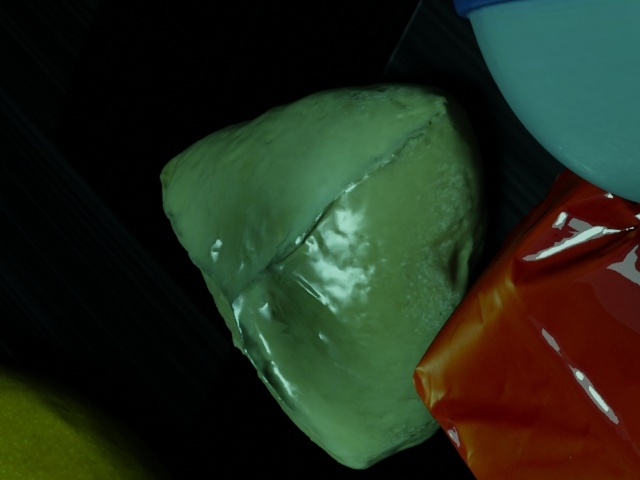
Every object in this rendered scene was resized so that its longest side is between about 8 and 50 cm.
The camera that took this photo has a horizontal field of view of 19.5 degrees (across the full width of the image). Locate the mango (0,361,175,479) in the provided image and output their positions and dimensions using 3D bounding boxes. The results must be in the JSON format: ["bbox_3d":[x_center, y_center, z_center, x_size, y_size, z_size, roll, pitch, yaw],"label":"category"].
[{"bbox_3d":[-0.167,0.212,1.281,0.359,0.144,0.187,50,133,21],"label":"mango"}]

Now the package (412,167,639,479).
[{"bbox_3d":[0.218,0.132,0.868,0.423,0.123,0.196,53,139,16],"label":"package"}]

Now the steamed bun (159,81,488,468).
[{"bbox_3d":[0.003,0.028,1.047,0.231,0.110,0.212,-16,96,52],"label":"steamed bun"}]

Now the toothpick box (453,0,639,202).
[{"bbox_3d":[0.194,-0.125,0.672,0.355,0.263,0.263,-1,107,47],"label":"toothpick box"}]
